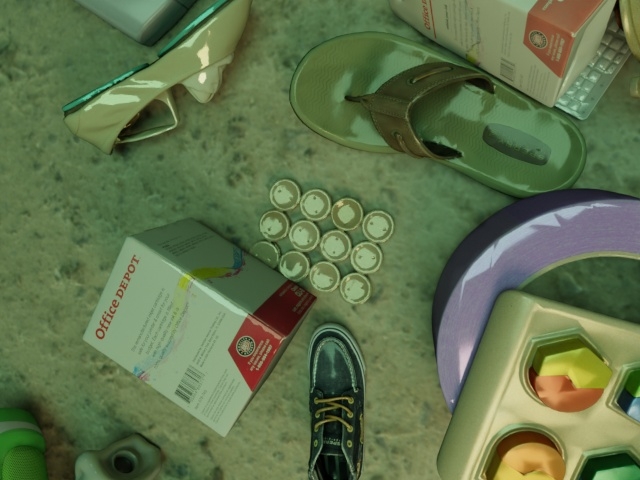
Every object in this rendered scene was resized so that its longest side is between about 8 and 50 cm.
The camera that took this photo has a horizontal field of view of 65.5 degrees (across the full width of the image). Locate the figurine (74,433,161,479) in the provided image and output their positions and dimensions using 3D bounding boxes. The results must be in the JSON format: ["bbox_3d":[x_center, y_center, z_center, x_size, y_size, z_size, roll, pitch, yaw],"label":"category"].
[{"bbox_3d":[-0.223,0.371,0.589,0.214,0.092,0.210,32,103,7],"label":"figurine"}]

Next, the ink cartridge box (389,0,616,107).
[{"bbox_3d":[0.147,-0.217,0.442,0.198,0.115,0.067,40,91,21],"label":"ink cartridge box"}]

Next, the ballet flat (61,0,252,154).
[{"bbox_3d":[-0.163,-0.172,0.544,0.248,0.086,0.086,-28,89,12],"label":"ballet flat"}]

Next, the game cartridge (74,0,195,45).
[{"bbox_3d":[-0.178,-0.377,0.524,0.198,0.062,0.297,33,101,3],"label":"game cartridge"}]

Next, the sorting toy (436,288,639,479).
[{"bbox_3d":[0.224,0.157,0.415,0.208,0.038,0.193,17,105,6],"label":"sorting toy"}]

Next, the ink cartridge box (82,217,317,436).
[{"bbox_3d":[-0.120,0.078,0.517,0.176,0.127,0.128,33,107,5],"label":"ink cartridge box"}]

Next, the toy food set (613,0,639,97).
[{"bbox_3d":[0.275,-0.213,0.428,0.038,0.132,0.192,7,102,50],"label":"toy food set"}]

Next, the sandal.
[{"bbox_3d":[0.116,-0.127,0.484,0.302,0.086,0.120,18,102,6],"label":"sandal"}]

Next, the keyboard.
[{"bbox_3d":[0.299,-0.245,0.482,0.072,0.014,0.256,32,99,6],"label":"keyboard"}]

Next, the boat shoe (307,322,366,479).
[{"bbox_3d":[0.018,0.185,0.529,0.065,0.083,0.184,-6,93,10],"label":"boat shoe"}]

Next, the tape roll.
[{"bbox_3d":[0.246,0.092,0.463,0.274,0.090,0.275,2,103,9],"label":"tape roll"}]

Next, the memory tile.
[{"bbox_3d":[0.000,0.000,0.554,0.148,0.012,0.113,19,97,8],"label":"memory tile"}]

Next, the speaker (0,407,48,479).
[{"bbox_3d":[-0.342,0.336,0.521,0.131,0.131,0.297,-40,55,10],"label":"speaker"}]
